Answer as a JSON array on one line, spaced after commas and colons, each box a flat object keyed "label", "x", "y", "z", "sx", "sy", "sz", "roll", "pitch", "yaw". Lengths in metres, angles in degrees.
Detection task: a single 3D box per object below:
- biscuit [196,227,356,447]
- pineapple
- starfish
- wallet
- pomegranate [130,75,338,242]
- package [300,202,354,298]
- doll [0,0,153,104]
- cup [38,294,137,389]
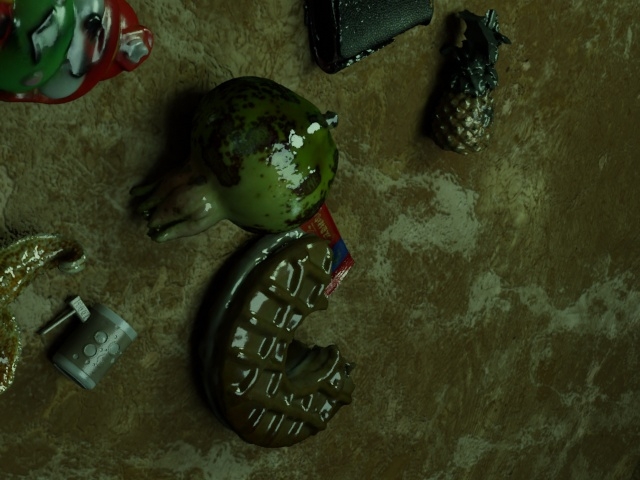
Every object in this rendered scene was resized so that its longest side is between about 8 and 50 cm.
[{"label": "biscuit", "x": -0.068, "y": 0.173, "z": 2.038, "sx": 0.268, "sy": 0.115, "sz": 0.366, "roll": -39, "pitch": 133, "yaw": -31}, {"label": "pineapple", "x": 0.249, "y": -0.264, "z": 2.185, "sx": 0.111, "sy": 0.119, "sz": 0.237, "roll": -23, "pitch": 125, "yaw": -58}, {"label": "starfish", "x": -0.432, "y": 0.065, "z": 1.560, "sx": 0.303, "sy": 0.113, "sz": 0.312, "roll": 8, "pitch": 105, "yaw": -52}, {"label": "wallet", "x": 0.076, "y": -0.395, "z": 1.932, "sx": 0.221, "sy": 0.071, "sz": 0.262, "roll": -29, "pitch": 130, "yaw": -31}, {"label": "pomegranate", "x": -0.104, "y": -0.091, "z": 1.779, "sx": 0.276, "sy": 0.204, "sz": 0.222, "roll": -42, "pitch": 117, "yaw": -31}, {"label": "package", "x": 0.000, "y": 0.000, "z": 2.103, "sx": 0.083, "sy": 0.022, "sz": 0.200, "roll": -49, "pitch": 137, "yaw": -22}, {"label": "doll", "x": -0.318, "y": -0.243, "z": 1.490, "sx": 0.363, "sy": 0.160, "sz": 0.183, "roll": 3, "pitch": 107, "yaw": -53}, {"label": "cup", "x": -0.308, "y": 0.135, "z": 1.764, "sx": 0.099, "sy": 0.074, "sz": 0.102, "roll": -53, "pitch": 140, "yaw": -17}]
